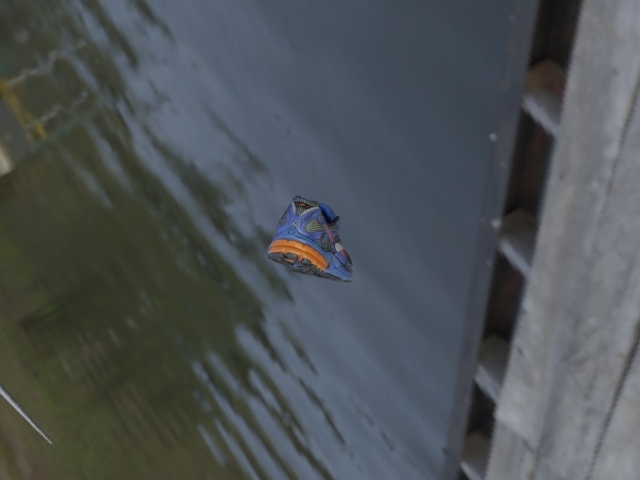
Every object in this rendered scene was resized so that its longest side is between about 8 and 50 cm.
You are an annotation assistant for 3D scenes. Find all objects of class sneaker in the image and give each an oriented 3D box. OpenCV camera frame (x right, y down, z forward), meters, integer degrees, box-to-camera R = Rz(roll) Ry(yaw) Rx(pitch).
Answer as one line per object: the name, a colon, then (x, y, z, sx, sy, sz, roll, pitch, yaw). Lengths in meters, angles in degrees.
sneaker: (0.000, 0.000, 1.677, 0.083, 0.087, 0.221, 13, 174, 12)

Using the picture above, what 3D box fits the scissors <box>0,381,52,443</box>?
scissors: (-0.344, 0.123, 1.360, 0.109, 0.021, 0.297, 1, 137, 49)
